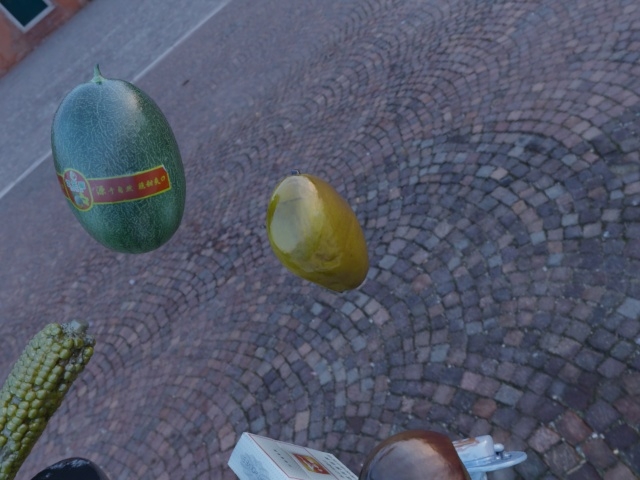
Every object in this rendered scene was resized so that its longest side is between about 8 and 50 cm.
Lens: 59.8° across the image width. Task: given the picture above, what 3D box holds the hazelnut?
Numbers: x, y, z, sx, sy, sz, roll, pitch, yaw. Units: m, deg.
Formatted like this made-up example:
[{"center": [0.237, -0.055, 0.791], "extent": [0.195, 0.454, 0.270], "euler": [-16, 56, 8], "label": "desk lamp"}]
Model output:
[{"center": [0.154, 0.417, 0.904], "extent": [0.186, 0.210, 0.210], "euler": [22, 63, 17], "label": "hazelnut"}]

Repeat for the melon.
[{"center": [-0.299, -0.116, 0.831], "extent": [0.183, 0.287, 0.182], "euler": [-7, 23, 3], "label": "melon"}]

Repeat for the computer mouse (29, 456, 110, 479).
[{"center": [-0.329, 0.385, 0.746], "extent": [0.138, 0.086, 0.270], "euler": [-34, 20, -30], "label": "computer mouse"}]

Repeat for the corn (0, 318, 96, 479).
[{"center": [-0.453, 0.262, 0.845], "extent": [0.097, 0.097, 0.319], "euler": [16, 75, 51], "label": "corn"}]

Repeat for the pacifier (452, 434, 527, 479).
[{"center": [0.386, 0.602, 1.387], "extent": [0.279, 0.227, 0.207], "euler": [-18, 69, 18], "label": "pacifier"}]

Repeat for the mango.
[{"center": [0.000, 0.000, 0.854], "extent": [0.110, 0.227, 0.147], "euler": [-3, 46, 40], "label": "mango"}]

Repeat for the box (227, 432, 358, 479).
[{"center": [-0.037, 0.589, 1.359], "extent": [0.210, 0.330, 0.095], "euler": [22, 84, 51], "label": "box"}]
